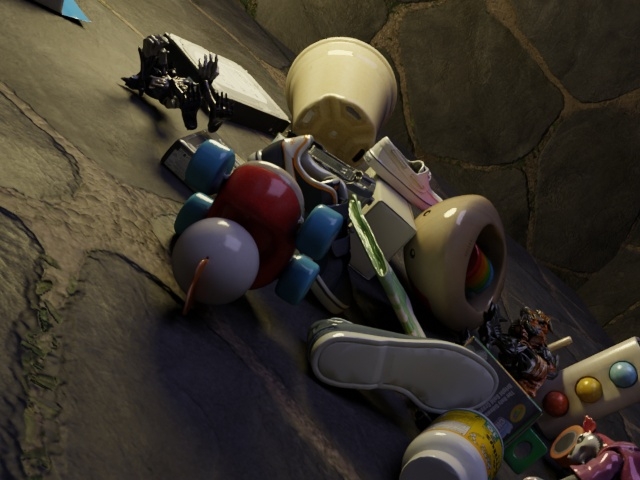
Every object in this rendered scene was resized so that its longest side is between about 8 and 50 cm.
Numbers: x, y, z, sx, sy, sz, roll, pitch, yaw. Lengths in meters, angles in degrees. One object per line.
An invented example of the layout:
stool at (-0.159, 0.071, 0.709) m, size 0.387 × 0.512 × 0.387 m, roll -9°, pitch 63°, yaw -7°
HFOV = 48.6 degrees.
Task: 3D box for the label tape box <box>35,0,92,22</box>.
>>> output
label tape box at (-0.603, -0.584, 1.361) m, size 0.347 × 0.115 × 0.249 m, roll 12°, pitch 35°, yaw -56°

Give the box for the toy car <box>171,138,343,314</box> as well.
toy car at (-0.129, 0.025, 0.952) m, size 0.219 × 0.210 × 0.238 m, roll 32°, pitch 46°, yaw 6°

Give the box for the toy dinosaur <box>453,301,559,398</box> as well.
toy dinosaur at (0.419, 0.251, 1.520) m, size 0.218 × 0.164 × 0.322 m, roll 31°, pitch 25°, yaw -3°

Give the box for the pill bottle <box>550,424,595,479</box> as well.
pill bottle at (0.581, 0.486, 1.430) m, size 0.245 × 0.130 × 0.130 m, roll 43°, pitch 17°, yaw -1°

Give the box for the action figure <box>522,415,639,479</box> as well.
action figure at (0.539, 0.459, 1.211) m, size 0.248 × 0.275 × 0.370 m, roll 23°, pitch 40°, yaw -34°

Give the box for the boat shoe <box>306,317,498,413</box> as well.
boat shoe at (0.126, 0.183, 1.093) m, size 0.319 × 0.116 × 0.099 m, roll 14°, pitch 14°, yaw -19°

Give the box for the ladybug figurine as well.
ladybug figurine at (0.315, 0.053, 1.655) m, size 0.161 × 0.305 × 0.449 m, roll 14°, pitch -16°, yaw 31°

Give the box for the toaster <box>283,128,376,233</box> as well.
toaster at (-0.010, -0.105, 1.442) m, size 0.227 × 0.146 × 0.129 m, roll 32°, pitch 21°, yaw -1°

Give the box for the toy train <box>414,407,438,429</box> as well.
toy train at (0.211, 0.333, 1.148) m, size 0.158 × 0.027 × 0.036 m, roll 47°, pitch 20°, yaw 11°

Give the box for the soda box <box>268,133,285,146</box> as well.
soda box at (-0.075, -0.174, 1.649) m, size 0.063 × 0.058 × 0.183 m, roll 32°, pitch 20°, yaw -32°

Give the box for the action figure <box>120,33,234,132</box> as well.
action figure at (-0.267, -0.308, 1.347) m, size 0.164 × 0.141 × 0.275 m, roll 1°, pitch 29°, yaw -41°

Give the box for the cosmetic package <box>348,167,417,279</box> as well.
cosmetic package at (0.119, -0.055, 1.630) m, size 0.113 × 0.160 × 0.309 m, roll 40°, pitch 19°, yaw -13°

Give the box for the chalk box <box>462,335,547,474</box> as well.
chalk box at (0.283, 0.287, 1.196) m, size 0.213 × 0.132 × 0.132 m, roll 50°, pitch 1°, yaw 17°

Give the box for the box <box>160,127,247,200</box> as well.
box at (-0.161, -0.102, 1.298) m, size 0.231 × 0.056 × 0.183 m, roll 42°, pitch 17°, yaw -4°

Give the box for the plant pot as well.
plant pot at (0.045, -0.354, 1.977) m, size 0.333 × 0.334 × 0.305 m, roll 37°, pitch 30°, yaw -18°

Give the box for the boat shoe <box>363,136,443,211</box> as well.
boat shoe at (0.216, -0.145, 1.647) m, size 0.258 × 0.084 × 0.095 m, roll 33°, pitch 20°, yaw -33°

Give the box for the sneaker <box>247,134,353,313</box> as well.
sneaker at (0.000, -0.031, 1.234) m, size 0.321 × 0.127 × 0.126 m, roll 62°, pitch 14°, yaw -8°

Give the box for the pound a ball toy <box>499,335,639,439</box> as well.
pound a ball toy at (0.569, 0.305, 1.592) m, size 0.135 × 0.319 × 0.208 m, roll 13°, pitch 50°, yaw -59°

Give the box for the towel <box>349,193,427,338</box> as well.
towel at (0.140, 0.094, 1.330) m, size 0.325 × 0.038 × 0.248 m, roll 61°, pitch 5°, yaw -38°

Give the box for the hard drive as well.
hard drive at (-0.236, -0.385, 1.782) m, size 0.237 × 0.064 × 0.339 m, roll 50°, pitch 18°, yaw 20°

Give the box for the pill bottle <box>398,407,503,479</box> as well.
pill bottle at (0.180, 0.311, 0.983) m, size 0.117 × 0.117 × 0.208 m, roll 48°, pitch 18°, yaw 16°
